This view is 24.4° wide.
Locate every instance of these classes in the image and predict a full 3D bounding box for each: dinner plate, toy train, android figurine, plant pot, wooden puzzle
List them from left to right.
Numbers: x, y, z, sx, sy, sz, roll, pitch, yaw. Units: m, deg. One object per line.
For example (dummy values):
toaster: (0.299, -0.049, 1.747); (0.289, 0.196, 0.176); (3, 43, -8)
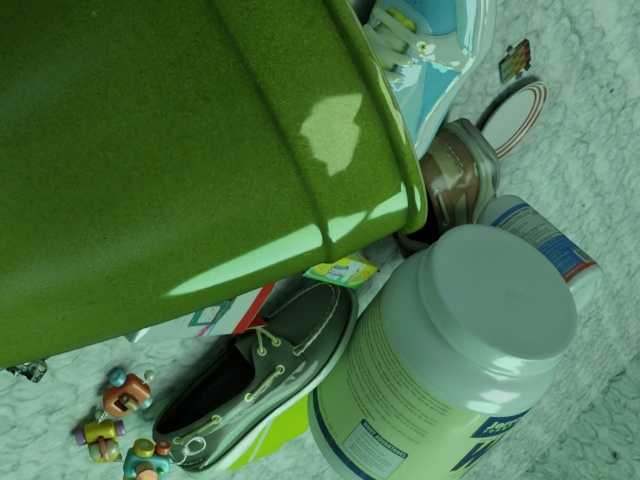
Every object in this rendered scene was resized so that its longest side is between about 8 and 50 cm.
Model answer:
plant pot: (-0.169, -0.077, 1.044); (0.353, 0.366, 0.366); (-31, 154, -7)
toy train: (-0.207, 0.226, 1.700); (0.125, 0.046, 0.166); (-34, 125, 8)
android figurine: (-0.060, 0.215, 1.991); (0.273, 0.056, 0.248); (-21, 146, -46)
dinner plate: (0.250, -0.157, 1.968); (0.141, 0.017, 0.141); (-36, 155, -20)
wooden puzzle: (0.245, -0.224, 1.867); (0.049, 0.006, 0.083); (-42, 156, -9)

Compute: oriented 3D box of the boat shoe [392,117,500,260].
boat shoe: (0.143, -0.021, 1.900); (0.116, 0.123, 0.324); (-28, 145, -21)

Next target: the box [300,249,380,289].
box: (0.000, 0.000, 1.691); (0.043, 0.105, 0.179); (-44, 158, 14)

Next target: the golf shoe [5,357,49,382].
golf shoe: (-0.294, 0.066, 1.366); (0.094, 0.077, 0.198); (-56, 164, -5)

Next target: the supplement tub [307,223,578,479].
supplement tub: (0.148, 0.155, 1.837); (0.235, 0.235, 0.325); (-23, 157, -43)

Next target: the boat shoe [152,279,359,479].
boat shoe: (-0.078, 0.157, 1.807); (0.305, 0.109, 0.091); (-46, 131, -5)

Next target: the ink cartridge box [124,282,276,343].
ink cartridge box: (-0.138, 0.026, 1.468); (0.078, 0.134, 0.231); (-56, 155, 19)

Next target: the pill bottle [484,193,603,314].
pill bottle: (0.263, 0.016, 2.008); (0.124, 0.221, 0.124); (-37, 154, -22)

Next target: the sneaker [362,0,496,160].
sneaker: (0.051, -0.164, 1.498); (0.208, 0.127, 0.319); (-28, 149, -39)
